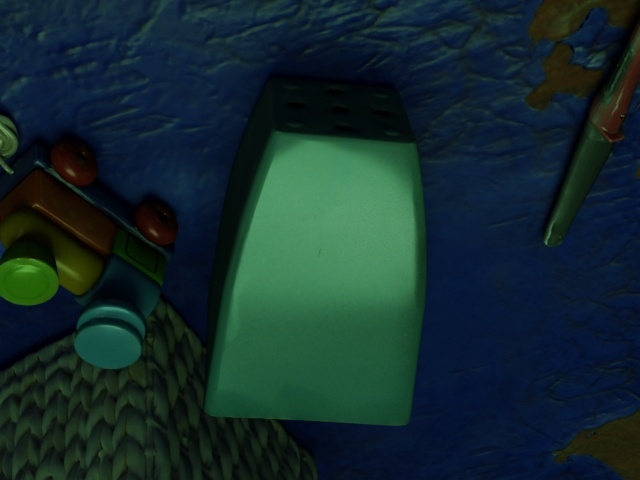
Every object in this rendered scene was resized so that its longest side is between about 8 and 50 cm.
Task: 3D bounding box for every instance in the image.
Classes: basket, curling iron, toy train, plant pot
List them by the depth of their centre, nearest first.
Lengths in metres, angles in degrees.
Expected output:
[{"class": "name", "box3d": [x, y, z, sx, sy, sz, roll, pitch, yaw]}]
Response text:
[{"class": "toy train", "box3d": [-0.227, -0.010, 0.810, 0.105, 0.143, 0.248, -38, 122, 23]}, {"class": "plant pot", "box3d": [0.000, 0.000, 0.832, 0.165, 0.166, 0.234, 5, 120, -7]}, {"class": "curling iron", "box3d": [0.245, -0.097, 0.843, 0.068, 0.035, 0.274, 13, 126, -14]}, {"class": "basket", "box3d": [-0.166, 0.285, 0.941, 0.266, 0.331, 0.328, -30, 125, 12]}]
